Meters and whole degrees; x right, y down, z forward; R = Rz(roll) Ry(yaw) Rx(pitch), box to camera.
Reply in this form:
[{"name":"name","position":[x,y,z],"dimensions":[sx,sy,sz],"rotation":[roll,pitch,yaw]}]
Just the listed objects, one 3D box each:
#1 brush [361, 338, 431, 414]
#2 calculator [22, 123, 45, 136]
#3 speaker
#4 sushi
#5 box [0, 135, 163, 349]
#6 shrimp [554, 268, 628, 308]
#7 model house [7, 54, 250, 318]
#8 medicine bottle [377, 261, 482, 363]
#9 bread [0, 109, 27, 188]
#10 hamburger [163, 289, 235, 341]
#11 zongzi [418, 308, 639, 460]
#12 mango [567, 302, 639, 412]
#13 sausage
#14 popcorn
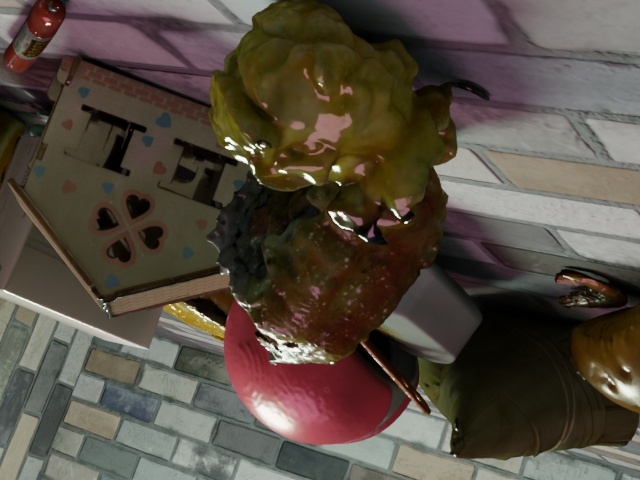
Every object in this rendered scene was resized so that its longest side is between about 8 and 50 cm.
[{"name":"brush","position":[0.050,0.122,1.488],"dimensions":[0.314,0.017,0.090],"rotation":[48,-171,-24]},{"name":"calculator","position":[-0.250,-0.099,1.561],"dimensions":[0.298,0.041,0.185],"rotation":[21,168,-15]},{"name":"speaker","position":[-0.001,0.147,1.643],"dimensions":[0.294,0.294,0.294],"rotation":[19,168,4]},{"name":"sushi","position":[0.000,0.000,1.091],"dimensions":[0.139,0.274,0.184],"rotation":[32,-171,-34]},{"name":"box","position":[-0.307,0.006,1.517],"dimensions":[0.106,0.203,0.251],"rotation":[6,162,42]},{"name":"shrimp","position":[0.310,0.061,1.401],"dimensions":[0.091,0.025,0.127],"rotation":[24,163,-17]},{"name":"model house","position":[-0.179,-0.030,1.279],"dimensions":[0.326,0.244,0.169],"rotation":[20,166,-6]},{"name":"medicine bottle","position":[0.078,0.045,1.458],"dimensions":[0.179,0.124,0.324],"rotation":[35,176,32]},{"name":"bread","position":[-0.565,-0.075,1.583],"dimensions":[0.341,0.300,0.210],"rotation":[23,167,9]},{"name":"hamburger","position":[-0.170,0.060,1.866],"dimensions":[0.244,0.163,0.244],"rotation":[27,170,5]},{"name":"zongzi","position":[0.181,0.199,1.658],"dimensions":[0.418,0.181,0.447],"rotation":[-8,-169,-41]},{"name":"mango","position":[0.386,0.126,1.318],"dimensions":[0.248,0.151,0.156],"rotation":[3,135,57]},{"name":"sausage","position":[-0.288,-0.205,1.169],"dimensions":[0.034,0.034,0.253],"rotation":[24,167,-18]},{"name":"popcorn","position":[0.016,-0.101,0.906],"dimensions":[0.195,0.173,0.168],"rotation":[28,147,5]}]
